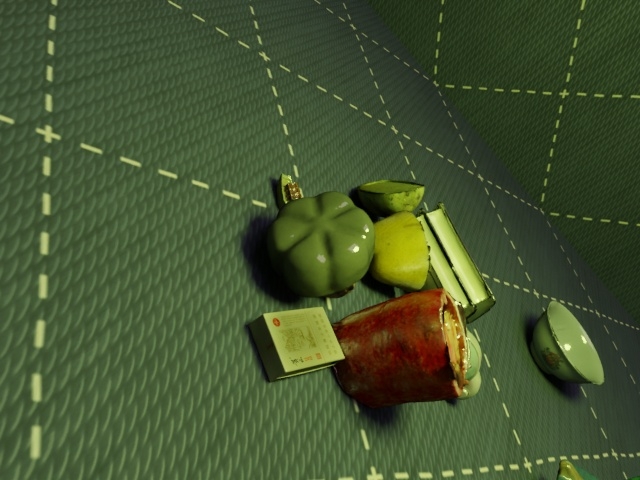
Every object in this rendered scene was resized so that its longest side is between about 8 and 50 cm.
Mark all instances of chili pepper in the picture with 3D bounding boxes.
[{"bbox_3d":[0.193,0.264,1.313,0.229,0.305,0.251,-3,73,-60],"label":"chili pepper"}]

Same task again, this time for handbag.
[{"bbox_3d":[0.374,0.089,1.723,0.160,0.237,0.359,-19,70,-14],"label":"handbag"}]

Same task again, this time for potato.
[{"bbox_3d":[0.218,-0.125,1.769,0.160,0.271,0.111,-17,107,-21],"label":"potato"}]

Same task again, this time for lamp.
[{"bbox_3d":[0.354,0.338,1.513,0.108,0.179,0.246,-46,116,-53],"label":"lamp"}]

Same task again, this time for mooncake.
[{"bbox_3d":[0.000,0.000,1.318,0.135,0.275,0.275,79,4,-51],"label":"mooncake"}]

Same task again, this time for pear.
[{"bbox_3d":[0.187,0.030,1.604,0.178,0.267,0.267,-1,56,-20],"label":"pear"}]

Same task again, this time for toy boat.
[{"bbox_3d":[-0.077,-0.109,1.508,0.065,0.066,0.172,14,49,-47],"label":"toy boat"}]

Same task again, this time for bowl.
[{"bbox_3d":[0.912,0.417,2.113,0.345,0.157,0.345,30,40,-29],"label":"bowl"}]

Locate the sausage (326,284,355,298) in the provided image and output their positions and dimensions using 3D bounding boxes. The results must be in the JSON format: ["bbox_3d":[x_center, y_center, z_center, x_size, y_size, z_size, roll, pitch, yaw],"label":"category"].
[{"bbox_3d":[0.031,0.034,1.451,0.123,0.123,0.253,33,37,-26],"label":"sausage"}]

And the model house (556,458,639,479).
[{"bbox_3d":[0.766,0.752,1.414,0.334,0.382,0.343,-18,79,-57],"label":"model house"}]

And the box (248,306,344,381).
[{"bbox_3d":[-0.050,0.226,1.231,0.201,0.058,0.141,0,59,-51],"label":"box"}]
